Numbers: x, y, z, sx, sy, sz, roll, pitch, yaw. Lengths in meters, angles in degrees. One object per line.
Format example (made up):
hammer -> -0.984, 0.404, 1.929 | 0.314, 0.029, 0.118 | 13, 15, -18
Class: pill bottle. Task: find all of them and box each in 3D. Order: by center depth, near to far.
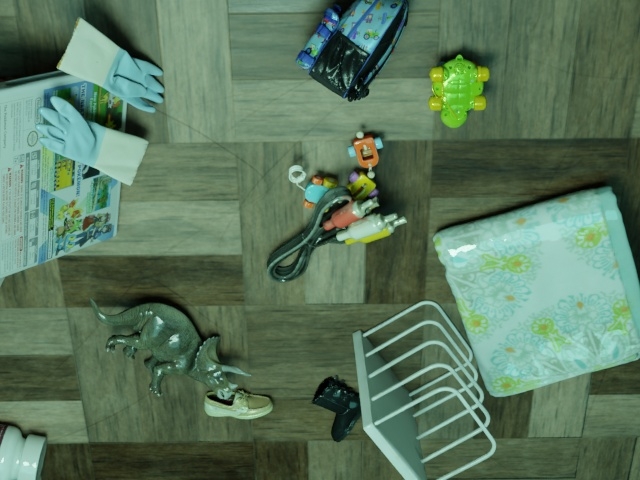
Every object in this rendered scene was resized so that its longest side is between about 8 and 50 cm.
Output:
pill bottle -> -0.658, 0.416, 1.970 | 0.221, 0.121, 0.121 | 11, 120, -7

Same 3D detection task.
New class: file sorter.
file sorter -> 0.186, 0.271, 1.799 | 0.173, 0.277, 0.193 | -31, 116, 15

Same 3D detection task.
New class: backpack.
backpack -> 0.057, -0.309, 1.528 | 0.117, 0.158, 0.173 | 33, 103, 1

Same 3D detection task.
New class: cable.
cable -> 0.000, 0.000, 1.715 | 0.287, 0.072, 0.139 | -33, 140, 27

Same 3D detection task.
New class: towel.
towel -> 0.406, 0.100, 1.807 | 0.321, 0.090, 0.374 | -17, 119, 9

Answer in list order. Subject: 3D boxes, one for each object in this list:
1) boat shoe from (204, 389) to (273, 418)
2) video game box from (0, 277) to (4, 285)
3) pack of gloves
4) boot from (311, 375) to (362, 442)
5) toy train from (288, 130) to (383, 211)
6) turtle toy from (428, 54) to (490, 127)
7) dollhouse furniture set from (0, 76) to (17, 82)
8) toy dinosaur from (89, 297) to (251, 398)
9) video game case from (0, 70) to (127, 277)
boat shoe -> -0.161, 0.315, 1.953 | 0.135, 0.050, 0.045 | -3, 126, 1
video game box -> -0.663, 0.074, 1.729 | 0.205, 0.187, 0.048 | 31, 112, -18
pack of gloves -> -0.345, -0.212, 1.560 | 0.046, 0.232, 0.195 | 19, 86, 32
boot -> 0.027, 0.329, 1.966 | 0.099, 0.045, 0.121 | 29, 109, -19
toy train -> 0.034, -0.118, 1.702 | 0.166, 0.046, 0.125 | -20, 118, 8
turtle toy -> 0.218, -0.238, 1.616 | 0.095, 0.066, 0.130 | 0, 121, -1
dollhouse furniture set -> -0.692, -0.191, 1.572 | 0.374, 0.201, 0.152 | 12, 120, 0
toy dinosaur -> -0.290, 0.180, 1.854 | 0.160, 0.121, 0.313 | -40, 109, 8
video game case -> -0.437, -0.108, 1.589 | 0.036, 0.300, 0.329 | 30, 125, 30
